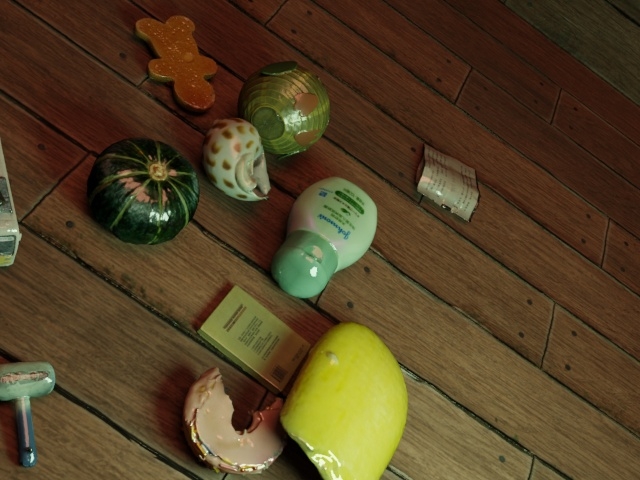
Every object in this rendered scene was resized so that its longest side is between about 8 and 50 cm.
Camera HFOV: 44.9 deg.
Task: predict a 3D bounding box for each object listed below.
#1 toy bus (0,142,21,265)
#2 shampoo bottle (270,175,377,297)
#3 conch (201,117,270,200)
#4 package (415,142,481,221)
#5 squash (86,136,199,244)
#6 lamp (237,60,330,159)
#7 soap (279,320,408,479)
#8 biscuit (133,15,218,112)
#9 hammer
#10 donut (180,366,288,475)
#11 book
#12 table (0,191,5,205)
[{"bbox_3d":[-0.690,-0.116,1.585,0.097,0.138,0.343,-2,58,-35],"label":"toy bus"},{"bbox_3d":[0.000,0.000,1.921,0.222,0.151,0.349,39,47,-4],"label":"shampoo bottle"},{"bbox_3d":[-0.218,-0.214,1.939,0.148,0.183,0.275,-10,53,11],"label":"conch"},{"bbox_3d":[0.394,-0.188,2.361,0.203,0.062,0.251,29,44,-13],"label":"package"},{"bbox_3d":[-0.398,-0.114,1.747,0.252,0.165,0.252,19,51,-24],"label":"squash"},{"bbox_3d":[-0.090,-0.357,2.065,0.250,0.250,0.284,37,33,-4],"label":"lamp"},{"bbox_3d":[0.064,0.364,1.693,0.306,0.115,0.427,51,38,-9],"label":"soap"},{"bbox_3d":[-0.383,-0.473,2.092,0.205,0.049,0.324,-17,68,-37],"label":"biscuit"},{"bbox_3d":[-0.543,0.318,1.424,0.116,0.069,0.194,-1,67,-33],"label":"hammer"},{"bbox_3d":[-0.181,0.384,1.578,0.232,0.085,0.199,30,47,-11],"label":"donut"},{"bbox_3d":[-0.147,0.223,1.754,0.231,0.026,0.161,39,46,-2],"label":"book"},{"bbox_3d":[-0.737,-0.100,1.426,0.172,0.193,0.169,54,5,26],"label":"table"}]
